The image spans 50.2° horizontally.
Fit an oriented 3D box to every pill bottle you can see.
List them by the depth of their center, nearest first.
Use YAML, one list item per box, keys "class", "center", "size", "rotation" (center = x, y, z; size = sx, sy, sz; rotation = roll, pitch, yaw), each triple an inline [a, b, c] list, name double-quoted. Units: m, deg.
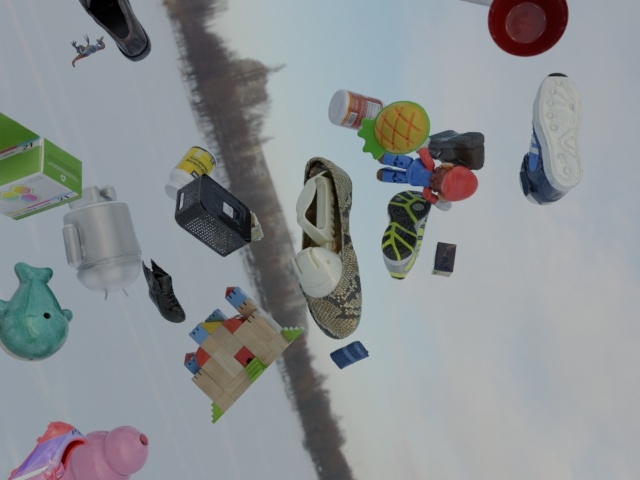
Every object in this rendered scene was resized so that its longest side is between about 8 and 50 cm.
- class: "pill bottle"
  center: [-0.420, -0.212, 2.194]
  size: [0.103, 0.103, 0.184]
  rotation: [79, 33, -48]
- class: "pill bottle"
  center: [0.144, -0.424, 2.288]
  size: [0.121, 0.216, 0.121]
  rotation: [-26, -120, 56]

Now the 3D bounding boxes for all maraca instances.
- class: "maraca"
  center: [0.175, -0.264, 1.642]
  size: [0.099, 0.186, 0.127]
  rotation: [-21, 94, -60]

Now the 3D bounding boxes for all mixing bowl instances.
- class: "mixing bowl"
  center: [0.493, -0.527, 1.633]
  size: [0.098, 0.182, 0.181]
  rotation: [-36, 109, -73]

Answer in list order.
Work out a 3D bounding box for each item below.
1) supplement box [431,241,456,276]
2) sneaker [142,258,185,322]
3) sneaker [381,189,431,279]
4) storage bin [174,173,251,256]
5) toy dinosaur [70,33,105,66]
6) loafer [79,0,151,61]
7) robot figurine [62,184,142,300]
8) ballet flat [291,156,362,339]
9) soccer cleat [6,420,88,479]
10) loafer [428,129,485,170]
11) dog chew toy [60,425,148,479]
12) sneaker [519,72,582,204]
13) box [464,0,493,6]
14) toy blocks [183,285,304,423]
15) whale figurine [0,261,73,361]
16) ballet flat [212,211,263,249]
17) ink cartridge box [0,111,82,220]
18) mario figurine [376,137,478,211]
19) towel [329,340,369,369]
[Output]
- class: "supplement box"
  center: [0.354, 0.055, 1.961]
  size: [0.083, 0.056, 0.083]
  rotation: [74, 26, -77]
- class: "sneaker"
  center: [-0.386, 0.124, 1.683]
  size: [0.170, 0.051, 0.089]
  rotation: [39, -49, 34]
- class: "sneaker"
  center: [0.281, -0.029, 2.305]
  size: [0.384, 0.145, 0.147]
  rotation: [-61, 157, -43]
- class: "storage bin"
  center: [-0.254, -0.059, 1.643]
  size: [0.180, 0.084, 0.122]
  rotation: [40, 32, -38]
- class: "toy dinosaur"
  center: [-0.546, -0.452, 1.609]
  size: [0.047, 0.090, 0.082]
  rotation: [38, 21, 22]
- class: "loafer"
  center: [-0.534, -0.585, 1.719]
  size: [0.302, 0.109, 0.095]
  rotation: [52, 1, 13]
- class: "robot figurine"
  center: [-0.667, 0.009, 2.103]
  size: [0.300, 0.200, 0.353]
  rotation: [-8, 82, -61]
- class: "ballet flat"
  center: [0.000, 0.000, 1.697]
  size: [0.182, 0.164, 0.482]
  rotation: [38, 43, -50]
- class: "soccer cleat"
  center: [-0.585, 0.491, 1.409]
  size: [0.083, 0.095, 0.248]
  rotation: [97, 19, -56]
- class: "loafer"
  center: [0.426, -0.289, 2.281]
  size: [0.366, 0.134, 0.130]
  rotation: [-145, -142, -71]
- class: "dog chew toy"
  center: [-0.604, 0.606, 1.832]
  size: [0.206, 0.332, 0.206]
  rotation: [54, 14, -20]
- class: "sneaker"
  center: [0.592, -0.255, 1.826]
  size: [0.236, 0.130, 0.322]
  rotation: [127, -38, -76]
- class: "box"
  center: [0.444, -0.715, 1.729]
  size: [0.058, 0.322, 0.232]
  rotation: [-57, 160, -52]
- class: "toy blocks"
  center: [-0.277, 0.321, 2.073]
  size: [0.261, 0.381, 0.191]
  rotation: [43, 6, 4]
- class: "whale figurine"
  center: [-0.739, 0.174, 1.777]
  size: [0.216, 0.141, 0.271]
  rotation: [17, 53, -40]
- class: "ballet flat"
  center: [-0.260, -0.045, 2.234]
  size: [0.348, 0.123, 0.123]
  rotation: [-28, 101, -78]
- class: "ink cartridge box"
  center: [-0.652, -0.150, 1.413]
  size: [0.255, 0.189, 0.096]
  rotation: [40, 37, -61]
- class: "mario figurine"
  center: [0.349, -0.214, 2.168]
  size: [0.321, 0.170, 0.198]
  rotation: [19, -18, 25]
- class: "towel"
  center: [0.090, 0.361, 2.154]
  size: [0.067, 0.120, 0.029]
  rotation: [50, 32, -15]
